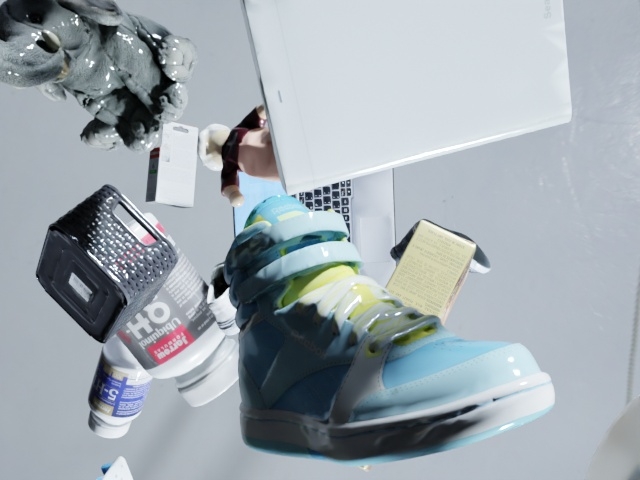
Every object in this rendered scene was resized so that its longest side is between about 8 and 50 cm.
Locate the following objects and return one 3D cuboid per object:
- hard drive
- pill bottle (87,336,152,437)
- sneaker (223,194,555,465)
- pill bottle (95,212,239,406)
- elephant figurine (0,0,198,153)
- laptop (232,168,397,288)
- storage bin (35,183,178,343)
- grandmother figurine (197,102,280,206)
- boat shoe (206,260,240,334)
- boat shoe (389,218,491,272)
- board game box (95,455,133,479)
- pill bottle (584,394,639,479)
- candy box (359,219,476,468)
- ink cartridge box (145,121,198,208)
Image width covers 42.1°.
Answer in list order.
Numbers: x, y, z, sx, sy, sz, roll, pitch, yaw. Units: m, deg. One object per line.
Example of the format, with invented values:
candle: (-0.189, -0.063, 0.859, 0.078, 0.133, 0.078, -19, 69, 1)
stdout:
hard drive: (0.091, -0.180, 0.822, 0.308, 0.040, 0.203, -15, 112, -7)
pill bottle: (-0.399, 0.295, 1.652, 0.112, 0.112, 0.186, 24, 113, 7)
sneaker: (0.021, 0.053, 0.629, 0.319, 0.127, 0.208, -16, 83, 51)
pill bottle: (-0.268, 0.125, 1.437, 0.176, 0.176, 0.318, -35, 102, 9)
elephant figurine: (-0.253, -0.199, 0.828, 0.186, 0.239, 0.169, 12, 79, 48)
laptop: (0.000, 0.000, 1.976, 0.408, 0.236, 0.381, -3, 97, -6)
storage bin: (-0.254, 0.032, 0.976, 0.122, 0.180, 0.084, 45, 57, 1)
grandmother figurine: (-0.122, -0.158, 1.518, 0.104, 0.342, 0.207, 37, 77, -36)
boat shoe: (-0.146, 0.066, 1.408, 0.083, 0.226, 0.075, -29, 115, 10)
boat shoe: (0.203, 0.026, 1.405, 0.183, 0.065, 0.083, 25, 127, -34)
board game box: (-0.407, 0.691, 1.655, 0.050, 0.390, 0.389, -16, 100, 7)
pill bottle: (0.521, 0.348, 1.005, 0.361, 0.204, 0.204, 31, 97, 6)
candy box: (0.098, 0.148, 1.118, 0.088, 0.183, 0.316, 25, 77, 12)
ink cartridge box: (-0.207, -0.105, 1.163, 0.029, 0.063, 0.115, -2, 82, 46)
